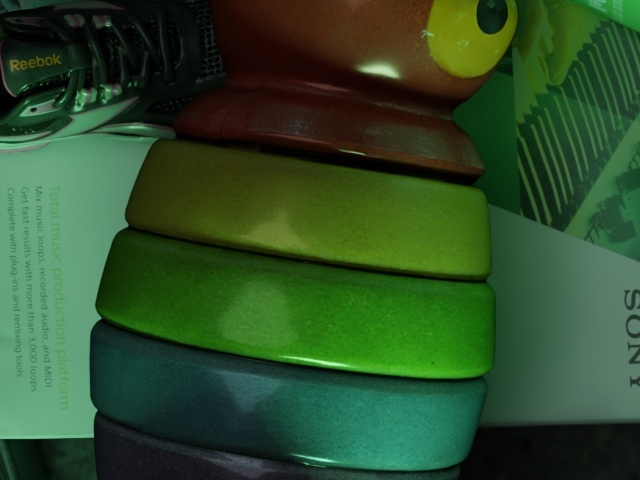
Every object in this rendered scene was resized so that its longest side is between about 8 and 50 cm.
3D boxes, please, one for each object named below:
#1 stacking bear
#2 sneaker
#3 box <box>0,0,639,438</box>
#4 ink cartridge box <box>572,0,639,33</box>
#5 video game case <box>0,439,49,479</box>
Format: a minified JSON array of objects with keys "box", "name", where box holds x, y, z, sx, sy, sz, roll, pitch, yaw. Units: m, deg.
[{"box":[0.000,0.000,0.702,0.164,0.175,0.289,11,92,46],"name":"stacking bear"},{"box":[-0.099,-0.069,0.780,0.178,0.077,0.072,-14,86,18],"name":"sneaker"},{"box":[0.000,-0.032,0.814,0.322,0.058,0.232,-4,89,18],"name":"box"},{"box":[0.233,-0.142,0.662,0.289,0.121,0.211,28,82,13],"name":"ink cartridge box"},{"box":[-0.239,0.166,0.912,0.248,0.035,0.274,-22,82,19],"name":"video game case"}]
